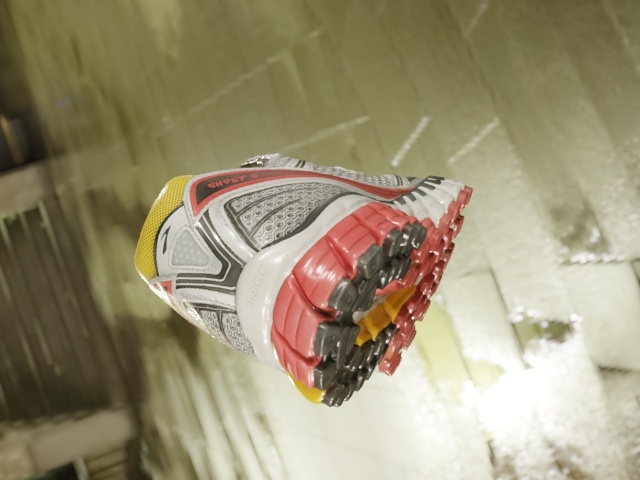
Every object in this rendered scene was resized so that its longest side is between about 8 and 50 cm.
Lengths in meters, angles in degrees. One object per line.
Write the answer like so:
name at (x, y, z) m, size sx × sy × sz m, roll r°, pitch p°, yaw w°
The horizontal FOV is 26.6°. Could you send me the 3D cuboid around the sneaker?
sneaker at (0.000, 0.000, 0.532) m, size 0.092 × 0.088 × 0.225 m, roll 25°, pitch -176°, yaw 13°
